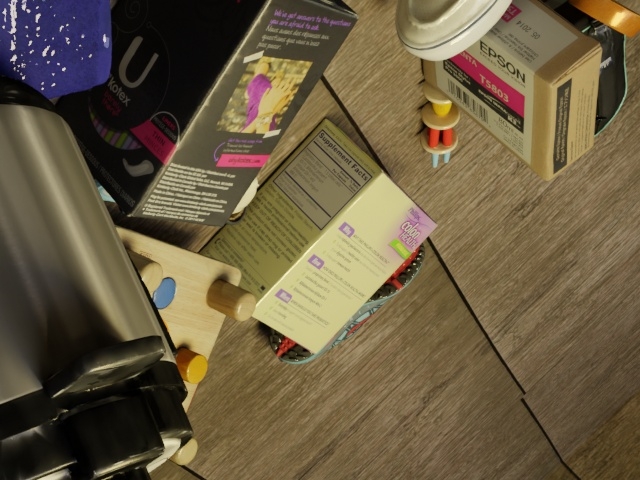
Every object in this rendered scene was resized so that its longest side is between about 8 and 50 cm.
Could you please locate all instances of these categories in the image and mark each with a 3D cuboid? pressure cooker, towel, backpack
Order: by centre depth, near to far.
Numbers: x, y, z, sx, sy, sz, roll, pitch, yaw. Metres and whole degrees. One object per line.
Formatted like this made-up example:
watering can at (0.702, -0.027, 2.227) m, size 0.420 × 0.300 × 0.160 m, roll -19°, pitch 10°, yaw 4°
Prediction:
pressure cooker at (-0.314, 0.121, 1.183) m, size 0.375 × 0.420 × 0.370 m, roll -24°, pitch 168°, yaw -8°
towel at (-0.320, -0.203, 1.212) m, size 0.308 × 0.076 × 0.228 m, roll -22°, pitch 136°, yaw -34°
backpack at (0.328, -0.225, 1.906) m, size 0.166 × 0.144 × 0.188 m, roll -36°, pitch 130°, yaw -17°

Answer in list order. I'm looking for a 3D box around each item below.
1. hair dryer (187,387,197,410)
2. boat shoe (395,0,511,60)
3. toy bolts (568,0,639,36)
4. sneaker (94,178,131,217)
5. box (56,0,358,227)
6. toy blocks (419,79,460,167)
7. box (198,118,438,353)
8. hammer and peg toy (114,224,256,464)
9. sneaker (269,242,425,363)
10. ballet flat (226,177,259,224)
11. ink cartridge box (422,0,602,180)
hair dryer at (-0.257, 0.218, 1.807) m, size 0.293 × 0.080 × 0.224 m, roll -35°, pitch 149°, yaw -17°
boat shoe at (0.183, -0.374, 1.556) m, size 0.367 × 0.136 × 0.156 m, roll -53°, pitch 150°, yaw 9°
toy bolts at (0.339, -0.366, 1.721) m, size 0.158 × 0.218 × 0.228 m, roll -61°, pitch 166°, yaw 15°
sneaker at (-0.195, -0.060, 1.573) m, size 0.073 × 0.063 × 0.162 m, roll -36°, pitch 152°, yaw 24°
box at (-0.119, -0.168, 1.403) m, size 0.143 × 0.165 × 0.270 m, roll 8°, pitch 121°, yaw -54°
toy blocks at (0.188, -0.172, 1.898) m, size 0.123 × 0.054 × 0.148 m, roll -32°, pitch 148°, yaw -21°
box at (0.000, 0.000, 1.816) m, size 0.243 × 0.117 × 0.213 m, roll -46°, pitch 150°, yaw 4°
hammer and peg toy at (-0.234, 0.106, 1.548) m, size 0.361 × 0.127 × 0.266 m, roll 24°, pitch 89°, yaw -56°
sneaker at (0.034, 0.078, 2.007) m, size 0.262 × 0.104 × 0.125 m, roll -37°, pitch 167°, yaw -6°
ballet flat at (-0.091, -0.098, 1.625) m, size 0.074 × 0.074 × 0.203 m, roll -19°, pitch 141°, yaw -38°
ink cartridge box at (0.225, -0.214, 1.707) m, size 0.088 × 0.234 × 0.193 m, roll -37°, pitch 149°, yaw -15°
